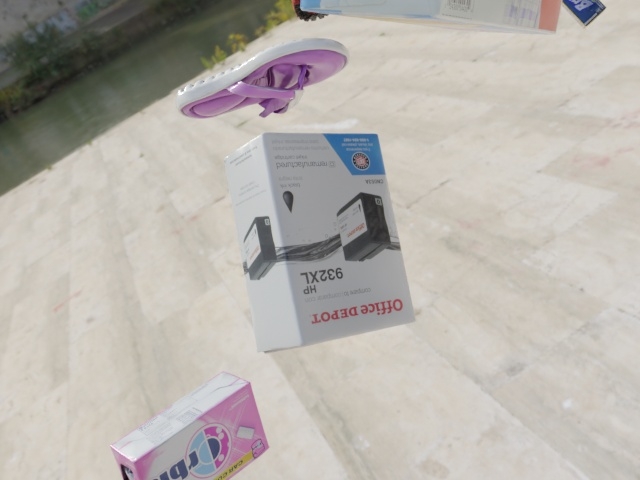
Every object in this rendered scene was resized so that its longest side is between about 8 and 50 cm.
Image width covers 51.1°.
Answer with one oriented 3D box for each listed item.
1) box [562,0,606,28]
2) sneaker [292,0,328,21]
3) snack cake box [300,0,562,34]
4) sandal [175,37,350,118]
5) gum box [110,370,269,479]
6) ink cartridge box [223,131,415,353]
[{"bbox_3d":[0.508,-0.516,1.378,0.054,0.169,0.059,-44,-4,22],"label":"box"},{"bbox_3d":[-0.042,-0.483,1.163,0.088,0.225,0.093,-13,68,6],"label":"sneaker"},{"bbox_3d":[0.097,-0.220,0.441,0.089,0.152,0.264,14,19,29],"label":"snack cake box"},{"bbox_3d":[-0.110,-0.285,1.314,0.416,0.102,0.169,-10,-6,38],"label":"sandal"},{"bbox_3d":[-0.163,0.263,0.844,0.062,0.107,0.188,9,29,46],"label":"gum box"},{"bbox_3d":[0.000,0.000,1.027,0.223,0.308,0.129,-6,-8,-37],"label":"ink cartridge box"}]
